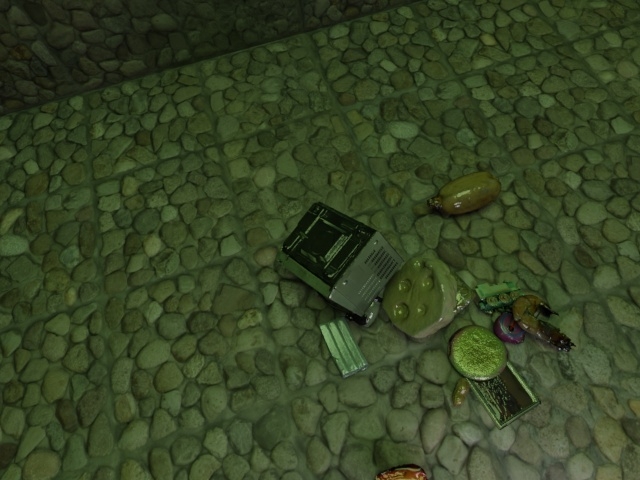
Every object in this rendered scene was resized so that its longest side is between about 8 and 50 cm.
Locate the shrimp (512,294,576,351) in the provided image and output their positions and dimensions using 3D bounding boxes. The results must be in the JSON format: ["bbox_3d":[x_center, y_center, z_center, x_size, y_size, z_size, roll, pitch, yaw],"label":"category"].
[{"bbox_3d":[0.869,0.313,1.773,0.289,0.075,0.178,28,54,0],"label":"shrimp"}]

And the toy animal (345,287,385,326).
[{"bbox_3d":[0.189,0.244,1.833,0.121,0.094,0.225,25,94,12],"label":"toy animal"}]

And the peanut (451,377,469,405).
[{"bbox_3d":[0.526,0.569,1.701,0.054,0.054,0.113,24,64,16],"label":"peanut"}]

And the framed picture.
[{"bbox_3d":[0.678,0.552,1.719,0.197,0.014,0.252,-27,64,-10],"label":"framed picture"}]

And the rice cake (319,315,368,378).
[{"bbox_3d":[0.087,0.422,1.816,0.127,0.043,0.237,-22,63,-7],"label":"rice cake"}]

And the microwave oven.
[{"bbox_3d":[0.058,0.063,1.782,0.333,0.247,0.394,-53,40,-6],"label":"microwave oven"}]

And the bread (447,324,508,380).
[{"bbox_3d":[0.611,0.431,1.765,0.229,0.033,0.228,-4,55,6],"label":"bread"}]

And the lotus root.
[{"bbox_3d":[0.643,-0.204,2.041,0.343,0.151,0.169,-22,48,-2],"label":"lotus root"}]

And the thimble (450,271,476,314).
[{"bbox_3d":[0.513,0.231,1.833,0.190,0.137,0.143,-42,68,0],"label":"thimble"}]

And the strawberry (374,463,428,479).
[{"bbox_3d":[0.294,0.841,1.561,0.192,0.085,0.140,-22,71,-1],"label":"strawberry"}]

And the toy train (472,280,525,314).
[{"bbox_3d":[0.726,0.224,1.848,0.194,0.080,0.125,-12,50,-7],"label":"toy train"}]

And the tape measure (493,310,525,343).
[{"bbox_3d":[0.751,0.345,1.788,0.125,0.074,0.118,31,63,13],"label":"tape measure"}]

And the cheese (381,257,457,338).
[{"bbox_3d":[0.381,0.217,1.775,0.326,0.115,0.317,14,93,48],"label":"cheese"}]
